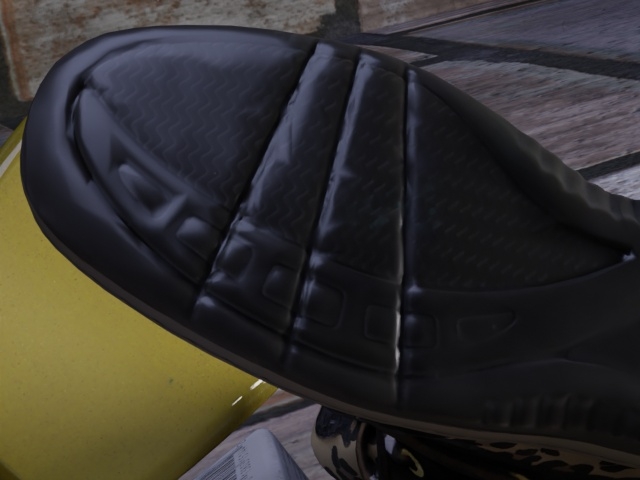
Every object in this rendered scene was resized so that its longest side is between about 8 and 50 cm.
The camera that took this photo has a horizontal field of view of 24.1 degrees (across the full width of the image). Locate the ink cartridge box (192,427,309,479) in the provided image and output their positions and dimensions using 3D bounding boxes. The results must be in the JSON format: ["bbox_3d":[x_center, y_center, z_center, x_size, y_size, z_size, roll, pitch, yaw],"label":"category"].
[{"bbox_3d":[-0.103,0.203,0.640,0.261,0.066,0.296,-37,5,-2],"label":"ink cartridge box"}]

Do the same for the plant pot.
[{"bbox_3d":[-0.170,0.089,0.851,0.212,0.212,0.187,-43,7,40],"label":"plant pot"}]

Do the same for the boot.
[{"bbox_3d":[0.046,0.055,0.668,0.377,0.138,0.284,15,-23,-8],"label":"boot"}]
